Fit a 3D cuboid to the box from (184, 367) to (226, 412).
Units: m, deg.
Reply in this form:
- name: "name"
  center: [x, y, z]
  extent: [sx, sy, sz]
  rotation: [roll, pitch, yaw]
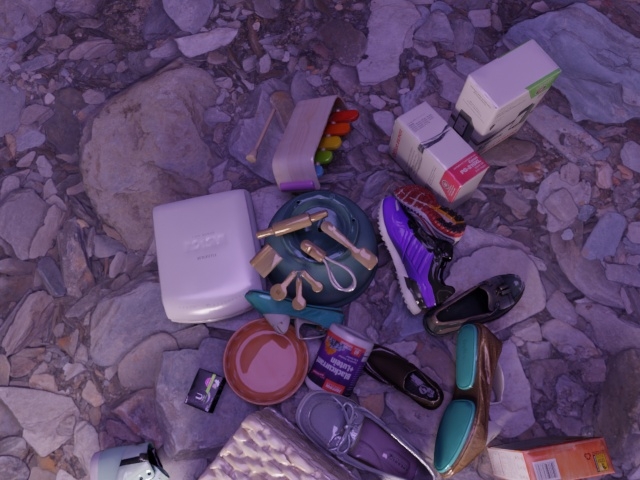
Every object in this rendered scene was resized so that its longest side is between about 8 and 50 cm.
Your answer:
- name: "box"
  center: [-0.261, 0.342, 1.179]
  extent: [0.062, 0.052, 0.083]
  rotation: [19, 72, 8]

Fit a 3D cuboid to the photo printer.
- name: "photo printer"
  center: [-0.269, 0.043, 1.261]
  extent: [0.256, 0.107, 0.307]
  rotation: [-11, 69, -3]

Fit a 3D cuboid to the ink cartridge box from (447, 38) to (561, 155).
- name: "ink cartridge box"
  center: [0.441, -0.339, 1.302]
  extent: [0.198, 0.273, 0.115]
  rotation: [-32, 74, -10]

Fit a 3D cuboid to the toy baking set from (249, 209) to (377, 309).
- name: "toy baking set"
  center: [-0.019, 0.035, 1.097]
  extent: [0.256, 0.030, 0.197]
  rotation: [-22, 81, 4]

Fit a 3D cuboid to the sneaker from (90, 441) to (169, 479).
- name: "sneaker"
  center: [-0.389, 0.553, 1.076]
  extent: [0.151, 0.094, 0.256]
  rotation: [-17, 68, 1]

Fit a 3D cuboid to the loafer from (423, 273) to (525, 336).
- name: "loafer"
  center: [0.373, 0.151, 1.219]
  extent: [0.267, 0.084, 0.096]
  rotation: [-24, 71, -8]

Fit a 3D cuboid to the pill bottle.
- name: "pill bottle"
  center: [0.032, 0.291, 1.147]
  extent: [0.108, 0.108, 0.193]
  rotation: [25, 90, 10]

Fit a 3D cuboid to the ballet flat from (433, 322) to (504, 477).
- name: "ballet flat"
  center: [0.345, 0.356, 1.142]
  extent: [0.124, 0.116, 0.342]
  rotation: [24, 65, -17]

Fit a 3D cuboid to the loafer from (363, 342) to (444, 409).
- name: "loafer"
  center: [0.185, 0.299, 1.170]
  extent: [0.220, 0.078, 0.080]
  rotation: [29, 73, 11]

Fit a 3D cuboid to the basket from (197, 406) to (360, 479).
- name: "basket"
  center: [-0.095, 0.541, 0.990]
  extent: [0.331, 0.266, 0.328]
  rotation: [35, 75, 15]

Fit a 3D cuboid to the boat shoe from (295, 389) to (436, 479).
- name: "boat shoe"
  center: [0.094, 0.409, 1.055]
  extent: [0.320, 0.103, 0.118]
  rotation: [39, 64, -14]

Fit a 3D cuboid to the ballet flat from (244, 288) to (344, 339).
- name: "ballet flat"
  center: [-0.058, 0.178, 1.182]
  extent: [0.247, 0.083, 0.087]
  rotation: [16, 68, -21]

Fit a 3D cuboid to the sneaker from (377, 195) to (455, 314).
- name: "sneaker"
  center: [0.242, 0.017, 1.239]
  extent: [0.146, 0.102, 0.293]
  rotation: [-23, 76, 22]

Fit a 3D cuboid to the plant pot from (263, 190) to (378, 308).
- name: "plant pot"
  center: [0.000, 0.000, 1.225]
  extent: [0.293, 0.196, 0.293]
  rotation: [0, 69, 1]

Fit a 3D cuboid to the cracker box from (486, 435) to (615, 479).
- name: "cracker box"
  center: [0.446, 0.435, 1.032]
  extent: [0.155, 0.232, 0.067]
  rotation: [-9, 71, -2]

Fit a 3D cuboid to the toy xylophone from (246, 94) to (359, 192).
- name: "toy xylophone"
  center: [-0.050, -0.267, 1.348]
  extent: [0.236, 0.081, 0.323]
  rotation: [7, 56, 32]

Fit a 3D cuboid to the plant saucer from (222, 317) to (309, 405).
- name: "plant saucer"
  center: [-0.125, 0.281, 1.207]
  extent: [0.200, 0.037, 0.200]
  rotation: [0, 70, 0]

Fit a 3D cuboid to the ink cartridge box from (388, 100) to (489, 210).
- name: "ink cartridge box"
  center: [0.289, -0.205, 1.308]
  extent: [0.100, 0.172, 0.237]
  rotation: [-34, 72, -13]

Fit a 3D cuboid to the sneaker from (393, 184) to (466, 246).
- name: "sneaker"
  center: [0.260, -0.059, 1.301]
  extent: [0.088, 0.093, 0.225]
  rotation: [-22, 52, -26]
